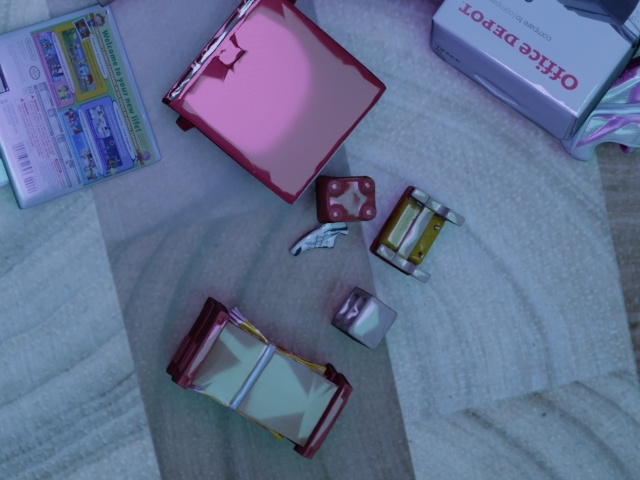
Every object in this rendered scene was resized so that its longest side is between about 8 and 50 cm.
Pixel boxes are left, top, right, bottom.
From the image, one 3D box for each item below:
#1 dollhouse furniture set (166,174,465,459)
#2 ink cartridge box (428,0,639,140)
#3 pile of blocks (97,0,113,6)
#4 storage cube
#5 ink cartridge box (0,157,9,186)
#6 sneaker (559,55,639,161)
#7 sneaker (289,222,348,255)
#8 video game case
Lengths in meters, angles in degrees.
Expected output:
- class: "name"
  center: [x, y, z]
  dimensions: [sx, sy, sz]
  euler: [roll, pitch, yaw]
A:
- class: "dollhouse furniture set"
  center: [-0.011, 0.069, 1.867]
  dimensions: [0.201, 0.152, 0.374]
  euler: [33, 88, -11]
- class: "ink cartridge box"
  center: [0.313, -0.316, 1.831]
  dimensions: [0.223, 0.129, 0.307]
  euler: [36, 84, 9]
- class: "pile of blocks"
  center: [-0.226, -0.459, 1.797]
  dimensions: [0.149, 0.112, 0.362]
  euler: [19, 86, 2]
- class: "storage cube"
  center: [-0.060, -0.183, 1.809]
  dimensions: [0.193, 0.183, 0.215]
  euler: [40, 90, -11]
- class: "ink cartridge box"
  center: [-0.449, -0.159, 1.823]
  dimensions: [0.097, 0.046, 0.207]
  euler: [-23, 99, -6]
- class: "sneaker"
  center: [0.416, -0.178, 1.931]
  dimensions: [0.252, 0.103, 0.111]
  euler: [-18, 100, 2]
- class: "sneaker"
  center: [0.000, 0.000, 1.917]
  dimensions: [0.083, 0.032, 0.037]
  euler: [-35, 100, -3]
- class: "video game case"
  center: [-0.320, -0.169, 1.828]
  dimensions: [0.193, 0.023, 0.212]
  euler: [-22, 100, -22]
